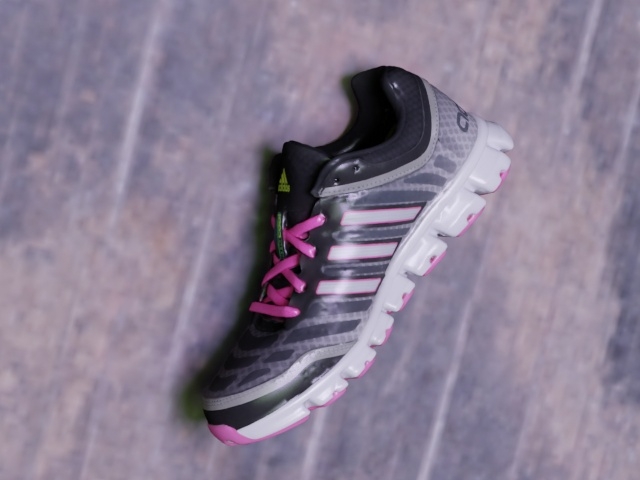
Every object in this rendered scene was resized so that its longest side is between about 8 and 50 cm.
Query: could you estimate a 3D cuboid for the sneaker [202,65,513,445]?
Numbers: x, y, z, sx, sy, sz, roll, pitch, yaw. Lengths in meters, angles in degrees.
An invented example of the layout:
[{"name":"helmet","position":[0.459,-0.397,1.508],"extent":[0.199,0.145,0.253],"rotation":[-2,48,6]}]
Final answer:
[{"name":"sneaker","position":[0.000,0.000,0.748],"extent":[0.075,0.063,0.170],"rotation":[44,75,-22]}]
